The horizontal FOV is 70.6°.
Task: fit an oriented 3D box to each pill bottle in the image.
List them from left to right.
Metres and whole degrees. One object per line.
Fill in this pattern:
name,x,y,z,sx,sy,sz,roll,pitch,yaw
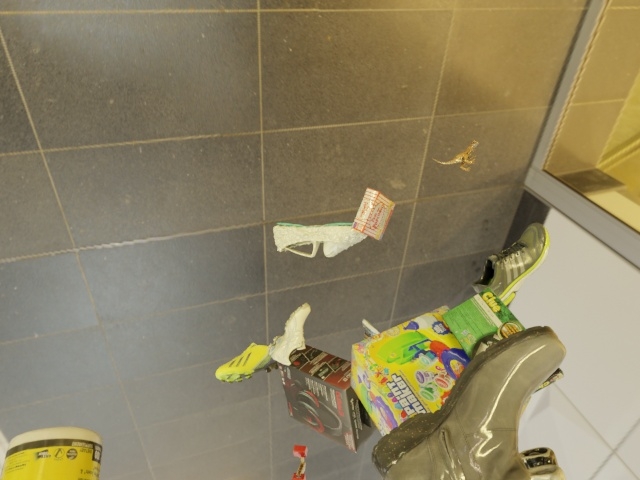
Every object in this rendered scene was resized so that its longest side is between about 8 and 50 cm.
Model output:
pill bottle,-0.559,0.573,0.914,0.187,0.334,0.188,-8,144,-6

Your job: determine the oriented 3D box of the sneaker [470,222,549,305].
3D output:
sneaker,0.582,0.067,1.388,0.121,0.111,0.300,34,91,-17

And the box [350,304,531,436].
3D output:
box,0.260,0.350,1.054,0.279,0.290,0.177,-19,133,-19

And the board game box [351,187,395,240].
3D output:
board game box,0.185,-0.086,1.558,0.193,0.045,0.147,17,96,-63

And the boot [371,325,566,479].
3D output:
boot,0.246,0.288,0.592,0.338,0.223,0.118,-44,125,3

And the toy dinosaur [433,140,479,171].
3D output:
toy dinosaur,0.596,-0.347,1.934,0.211,0.112,0.064,-30,149,-9

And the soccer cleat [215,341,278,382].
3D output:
soccer cleat,-0.271,0.456,1.717,0.289,0.121,0.093,-5,150,-37

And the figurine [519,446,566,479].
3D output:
figurine,0.596,0.668,1.149,0.092,0.210,0.215,-21,168,15

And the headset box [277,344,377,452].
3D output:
headset box,0.029,0.446,1.299,0.110,0.293,0.218,-30,119,-42

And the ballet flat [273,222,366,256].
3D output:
ballet flat,0.000,0.000,1.741,0.408,0.147,0.147,2,139,29

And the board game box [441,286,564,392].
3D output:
board game box,0.379,0.221,0.975,0.136,0.260,0.030,-34,125,8

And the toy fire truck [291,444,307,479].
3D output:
toy fire truck,-0.074,0.863,1.676,0.047,0.135,0.192,1,130,10

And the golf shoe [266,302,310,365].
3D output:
golf shoe,-0.066,0.260,1.245,0.176,0.086,0.069,-56,163,-9

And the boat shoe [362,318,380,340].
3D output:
boat shoe,0.212,0.412,1.936,0.083,0.065,0.183,-43,127,-1
